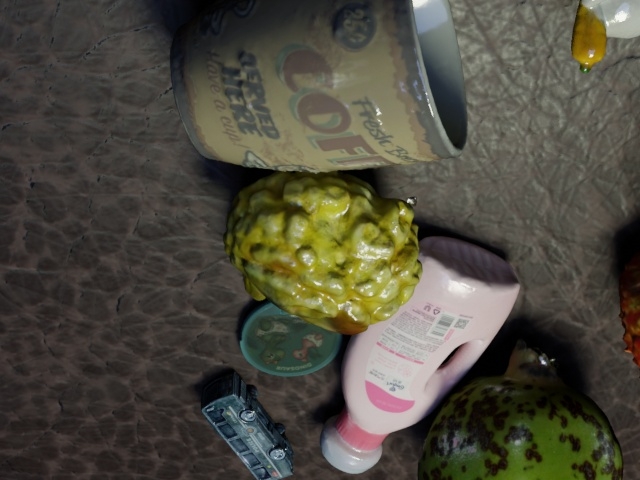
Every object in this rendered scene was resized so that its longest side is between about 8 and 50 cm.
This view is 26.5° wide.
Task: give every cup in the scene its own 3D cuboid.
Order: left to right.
[{"bbox_3d":[0.009,-0.159,1.349,0.257,0.227,0.301,-8,157,18],"label":"cup"}]

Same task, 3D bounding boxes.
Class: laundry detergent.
[{"bbox_3d":[0.102,0.146,1.625,0.159,0.088,0.335,17,124,-18],"label":"laundry detergent"}]

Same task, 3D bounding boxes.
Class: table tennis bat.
[{"bbox_3d":[-0.038,0.087,1.607,0.124,0.033,0.201,-7,131,-1],"label":"table tennis bat"}]

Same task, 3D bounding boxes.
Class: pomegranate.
[{"bbox_3d":[0.241,0.255,1.630,0.254,0.254,0.270,10,96,-12],"label":"pomegranate"}]

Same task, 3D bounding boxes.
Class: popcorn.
[{"bbox_3d":[0.002,0.002,1.447,0.218,0.189,0.169,30,84,-16],"label":"popcorn"}]

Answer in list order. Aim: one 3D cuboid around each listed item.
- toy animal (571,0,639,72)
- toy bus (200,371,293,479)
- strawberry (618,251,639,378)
[{"bbox_3d":[0.314,-0.233,1.344,0.127,0.131,0.181,-6,140,27],"label":"toy animal"},{"bbox_3d":[-0.090,0.237,1.703,0.065,0.047,0.166,-22,126,16],"label":"toy bus"},{"bbox_3d":[0.497,0.147,1.538,0.344,0.292,0.292,17,123,-20],"label":"strawberry"}]
